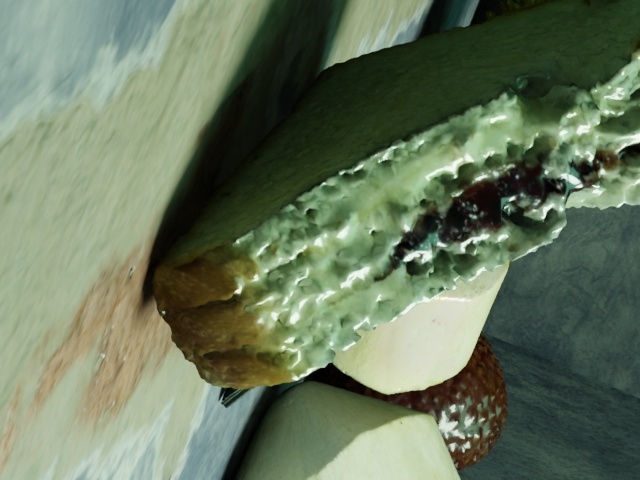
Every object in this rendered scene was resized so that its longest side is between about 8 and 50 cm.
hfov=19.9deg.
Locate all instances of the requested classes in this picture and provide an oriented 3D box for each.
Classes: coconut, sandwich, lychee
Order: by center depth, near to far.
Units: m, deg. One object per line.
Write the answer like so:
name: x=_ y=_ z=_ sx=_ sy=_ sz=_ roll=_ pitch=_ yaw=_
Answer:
sandwich: x=0.072 y=-0.036 z=0.989 sx=0.288 sy=0.254 sz=0.099 roll=-52 pitch=130 yaw=-55
coconut: x=0.063 y=0.022 z=1.375 sx=0.147 sy=0.147 sz=0.152 roll=-55 pitch=166 yaw=-55
coconut: x=0.019 y=0.220 z=1.462 sx=0.202 sy=0.222 sz=0.202 roll=-24 pitch=164 yaw=-7
lychee: x=0.081 y=0.140 z=1.674 sx=0.194 sy=0.194 sz=0.194 roll=23 pitch=90 yaw=-81

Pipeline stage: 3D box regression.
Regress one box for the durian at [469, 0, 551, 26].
durian: x=0.173 y=-0.108 z=1.491 sx=0.237 sy=0.176 sz=0.200 roll=-25 pitch=-155 yaw=41

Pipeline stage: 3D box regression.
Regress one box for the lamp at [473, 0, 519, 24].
lamp: x=0.221 y=-0.249 z=1.740 sx=0.227 sy=0.147 sz=0.172 roll=-62 pitch=-163 yaw=23

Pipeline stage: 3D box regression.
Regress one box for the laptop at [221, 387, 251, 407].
laptop: x=0.007 y=0.041 z=1.239 sx=0.180 sy=0.016 sz=0.129 roll=-41 pitch=-175 yaw=47
